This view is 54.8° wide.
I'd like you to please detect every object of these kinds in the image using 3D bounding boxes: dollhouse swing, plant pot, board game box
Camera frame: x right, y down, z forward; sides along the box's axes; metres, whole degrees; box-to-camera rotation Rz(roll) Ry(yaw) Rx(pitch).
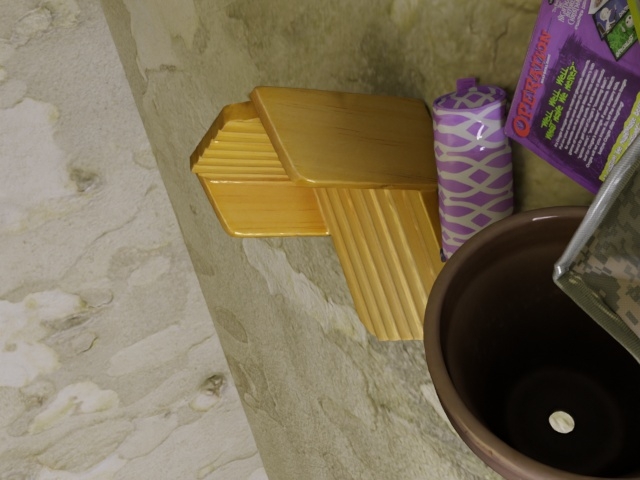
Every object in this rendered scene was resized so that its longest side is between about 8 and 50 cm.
[{"bbox_3d":[0.000,0.000,0.876,0.347,0.315,0.305,158,108,-65],"label":"dollhouse swing"},{"bbox_3d":[0.235,0.136,0.587,0.263,0.263,0.229,47,166,35],"label":"plant pot"},{"bbox_3d":[0.263,-0.179,0.454,0.208,0.056,0.347,43,147,33],"label":"board game box"}]

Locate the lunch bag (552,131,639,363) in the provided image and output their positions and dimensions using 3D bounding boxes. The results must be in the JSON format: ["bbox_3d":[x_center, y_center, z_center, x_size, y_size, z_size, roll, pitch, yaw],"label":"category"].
[{"bbox_3d":[0.289,-0.055,0.282,0.169,0.235,0.287,55,153,32],"label":"lunch bag"}]

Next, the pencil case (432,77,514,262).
[{"bbox_3d":[0.173,-0.069,0.694,0.086,0.088,0.206,2,120,19],"label":"pencil case"}]
